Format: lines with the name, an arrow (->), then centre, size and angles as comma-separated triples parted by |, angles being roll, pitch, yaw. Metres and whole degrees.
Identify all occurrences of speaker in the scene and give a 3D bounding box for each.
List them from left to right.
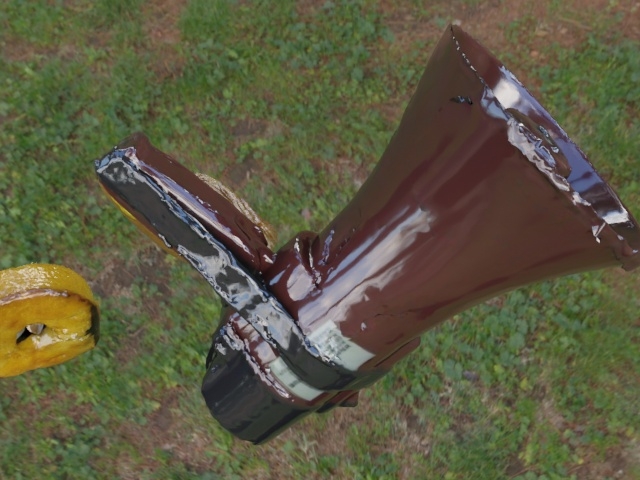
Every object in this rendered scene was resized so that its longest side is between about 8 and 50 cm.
speaker -> 0.014, 0.010, 0.464 | 0.329, 0.259, 0.198 | -37, 51, 20

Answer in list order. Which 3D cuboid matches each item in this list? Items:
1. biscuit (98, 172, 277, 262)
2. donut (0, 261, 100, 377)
biscuit -> -0.233, -0.045, 1.168 | 0.277, 0.262, 0.052 | -6, 47, 40
donut -> -0.504, 0.146, 1.197 | 0.253, 0.254, 0.118 | -24, 53, -8
